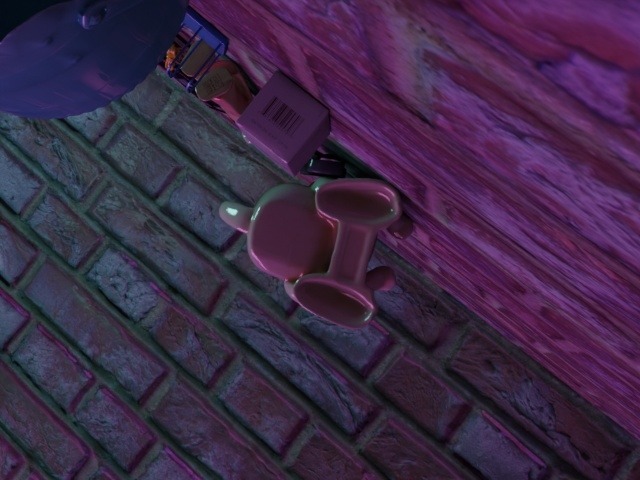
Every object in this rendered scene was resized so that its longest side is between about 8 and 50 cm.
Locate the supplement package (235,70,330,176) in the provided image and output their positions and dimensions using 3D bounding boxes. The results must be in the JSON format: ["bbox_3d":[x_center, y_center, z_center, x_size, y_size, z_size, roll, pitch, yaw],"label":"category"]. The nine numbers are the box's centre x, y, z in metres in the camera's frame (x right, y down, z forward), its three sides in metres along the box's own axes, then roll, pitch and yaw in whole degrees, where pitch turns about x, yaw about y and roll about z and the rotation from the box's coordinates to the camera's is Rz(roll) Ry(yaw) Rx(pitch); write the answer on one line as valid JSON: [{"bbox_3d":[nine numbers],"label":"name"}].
[{"bbox_3d":[-0.056,-0.183,1.032,0.105,0.105,0.179,38,180,2],"label":"supplement package"}]

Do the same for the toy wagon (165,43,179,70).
[{"bbox_3d":[-0.457,-0.444,1.301,0.344,0.068,0.267,16,151,-11],"label":"toy wagon"}]

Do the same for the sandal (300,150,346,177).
[{"bbox_3d":[0.013,-0.159,1.297,0.097,0.055,0.254,5,-176,-7],"label":"sandal"}]

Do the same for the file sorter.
[{"bbox_3d":[-0.253,-0.340,1.052,0.170,0.104,0.118,39,179,-13],"label":"file sorter"}]

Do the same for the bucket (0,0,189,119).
[{"bbox_3d":[-0.226,-0.222,0.432,0.281,0.281,0.183,38,-179,5],"label":"bucket"}]

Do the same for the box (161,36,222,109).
[{"bbox_3d":[-0.337,-0.430,1.548,0.293,0.073,0.295,40,180,-26],"label":"box"}]

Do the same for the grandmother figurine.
[{"bbox_3d":[-0.164,-0.281,1.331,0.208,0.104,0.342,66,-170,12],"label":"grandmother figurine"}]

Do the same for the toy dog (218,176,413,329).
[{"bbox_3d":[0.000,0.000,1.382,0.395,0.285,0.408,5,-174,7],"label":"toy dog"}]
